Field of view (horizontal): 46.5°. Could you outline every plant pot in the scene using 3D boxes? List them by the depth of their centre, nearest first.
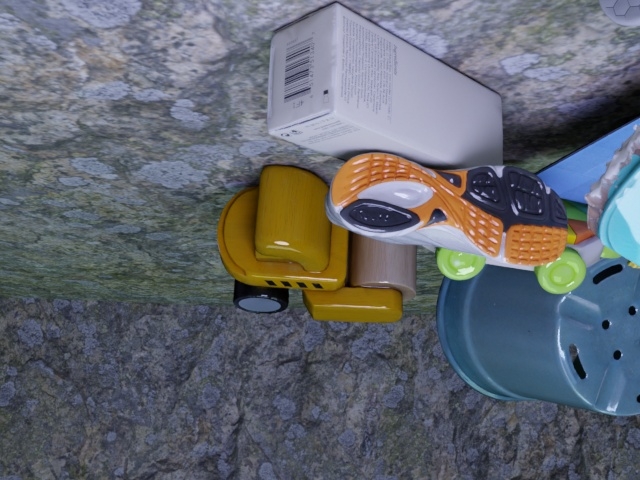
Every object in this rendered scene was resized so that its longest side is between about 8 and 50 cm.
[{"bbox_3d":[0.421,0.139,1.276,0.341,0.341,0.334,5,178,-15],"label":"plant pot"}]

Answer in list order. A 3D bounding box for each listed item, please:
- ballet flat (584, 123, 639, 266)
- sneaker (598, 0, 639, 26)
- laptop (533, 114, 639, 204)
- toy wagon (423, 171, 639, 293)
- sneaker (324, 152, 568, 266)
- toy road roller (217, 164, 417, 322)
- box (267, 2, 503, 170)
[{"bbox_3d":[0.351,-0.116,0.444,0.147,0.147,0.409,14,138,-44],"label":"ballet flat"},{"bbox_3d":[0.317,-0.206,0.474,0.163,0.086,0.226,0,163,-35],"label":"sneaker"},{"bbox_3d":[0.488,-0.001,0.755,0.381,0.408,0.236,10,124,-23],"label":"laptop"},{"bbox_3d":[0.254,-0.029,0.953,0.344,0.068,0.267,8,-153,-5],"label":"toy wagon"},{"bbox_3d":[0.128,-0.032,0.782,0.262,0.099,0.121,13,174,-11],"label":"sneaker"},{"bbox_3d":[0.000,0.000,1.193,0.329,0.203,0.241,4,157,-1],"label":"toy road roller"},{"bbox_3d":[0.077,-0.132,0.768,0.094,0.113,0.275,-10,162,44],"label":"box"}]
